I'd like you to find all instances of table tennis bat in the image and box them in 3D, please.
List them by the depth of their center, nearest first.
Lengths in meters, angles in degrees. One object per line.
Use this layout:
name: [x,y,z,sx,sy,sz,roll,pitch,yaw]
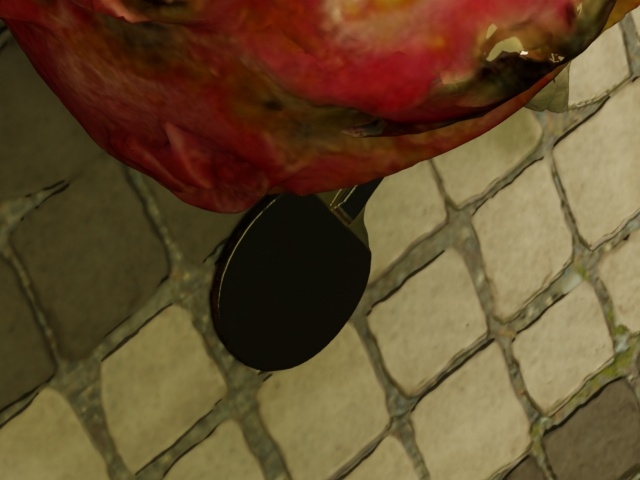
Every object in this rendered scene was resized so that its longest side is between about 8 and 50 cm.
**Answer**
table tennis bat: [0.000,0.000,1.047,0.095,0.014,0.158,44,76,-37]

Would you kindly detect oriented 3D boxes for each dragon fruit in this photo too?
dragon fruit: [-0.020,-0.220,0.734,0.249,0.371,0.386,39,69,-46]

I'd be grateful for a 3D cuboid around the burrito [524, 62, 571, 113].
burrito: [0.049,-0.127,1.022,0.275,0.059,0.082,21,75,-41]
